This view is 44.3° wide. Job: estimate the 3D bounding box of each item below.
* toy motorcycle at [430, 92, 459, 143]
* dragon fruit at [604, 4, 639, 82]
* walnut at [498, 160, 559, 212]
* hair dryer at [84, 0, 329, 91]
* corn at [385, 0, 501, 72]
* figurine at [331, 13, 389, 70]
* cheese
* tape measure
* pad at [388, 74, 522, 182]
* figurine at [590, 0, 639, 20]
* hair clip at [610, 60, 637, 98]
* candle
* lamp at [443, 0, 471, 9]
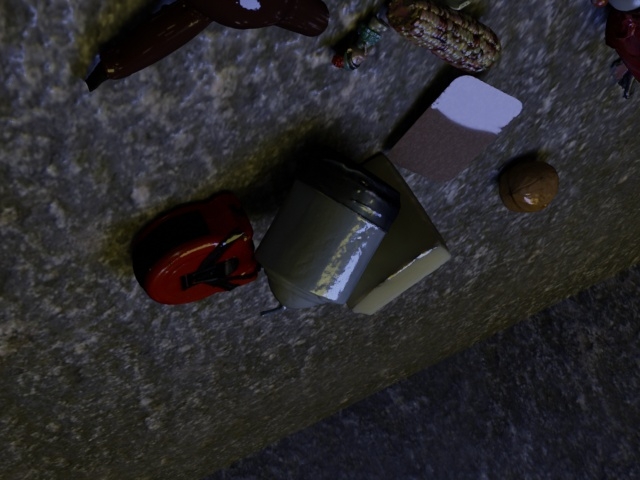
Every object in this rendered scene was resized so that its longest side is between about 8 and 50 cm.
[{"bbox_3d":[0.305,-0.267,1.663,0.190,0.074,0.106,4,130,-48],"label":"toy motorcycle"},{"bbox_3d":[0.700,-0.441,1.582,0.250,0.250,0.315,-35,171,10],"label":"dragon fruit"},{"bbox_3d":[0.553,-0.142,2.082,0.180,0.144,0.144,-18,153,-30],"label":"walnut"},{"bbox_3d":[-0.177,-0.291,1.105,0.340,0.123,0.312,-27,168,20],"label":"hair dryer"},{"bbox_3d":[0.220,-0.359,1.371,0.281,0.092,0.092,5,138,-49],"label":"corn"},{"bbox_3d":[0.066,-0.329,1.315,0.106,0.047,0.060,-46,167,23],"label":"figurine"},{"bbox_3d":[0.113,-0.013,1.696,0.242,0.265,0.124,-36,152,12],"label":"cheese"},{"bbox_3d":[-0.245,0.032,1.579,0.260,0.114,0.253,-23,154,-15],"label":"tape measure"},{"bbox_3d":[0.275,-0.223,1.626,0.176,0.002,0.266,19,135,-26],"label":"pad"},{"bbox_3d":[0.538,-0.471,1.342,0.183,0.226,0.160,-38,153,16],"label":"figurine"},{"bbox_3d":[0.762,-0.426,1.882,0.146,0.056,0.187,-16,143,-24],"label":"hair clip"},{"bbox_3d":[0.000,0.000,1.556,0.342,0.221,0.221,-60,150,4],"label":"candle"},{"bbox_3d":[0.196,-0.452,1.257,0.050,0.056,0.198,-31,144,6],"label":"lamp"}]
